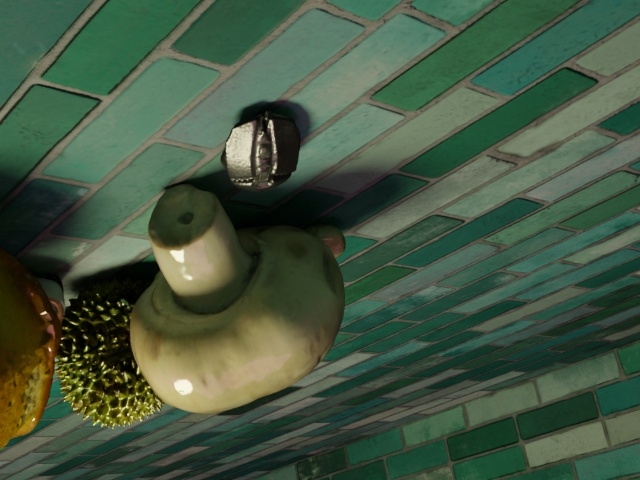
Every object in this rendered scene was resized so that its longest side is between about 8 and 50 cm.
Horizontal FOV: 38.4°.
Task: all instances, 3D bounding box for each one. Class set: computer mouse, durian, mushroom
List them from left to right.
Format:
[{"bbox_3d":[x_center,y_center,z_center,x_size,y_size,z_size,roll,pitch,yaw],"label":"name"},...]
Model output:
[{"bbox_3d":[-0.355,0.192,1.672,0.291,0.291,0.224,-4,170,-16],"label":"durian"},{"bbox_3d":[-0.143,0.113,1.453,0.353,0.325,0.353,9,166,2],"label":"mushroom"},{"bbox_3d":[-0.083,-0.113,1.275,0.106,0.062,0.192,-7,160,-10],"label":"computer mouse"}]

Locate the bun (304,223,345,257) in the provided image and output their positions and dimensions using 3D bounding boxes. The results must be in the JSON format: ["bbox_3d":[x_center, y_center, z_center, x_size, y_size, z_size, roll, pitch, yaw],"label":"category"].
[{"bbox_3d":[0.000,0.000,1.608,0.086,0.055,0.086,-11,145,-8],"label":"bun"}]

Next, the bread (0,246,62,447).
[{"bbox_3d":[-0.572,0.155,1.321,0.398,0.215,0.398,5,119,10],"label":"bread"}]

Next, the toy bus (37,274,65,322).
[{"bbox_3d":[-0.558,0.184,1.581,0.194,0.232,0.288,7,155,-31],"label":"toy bus"}]
